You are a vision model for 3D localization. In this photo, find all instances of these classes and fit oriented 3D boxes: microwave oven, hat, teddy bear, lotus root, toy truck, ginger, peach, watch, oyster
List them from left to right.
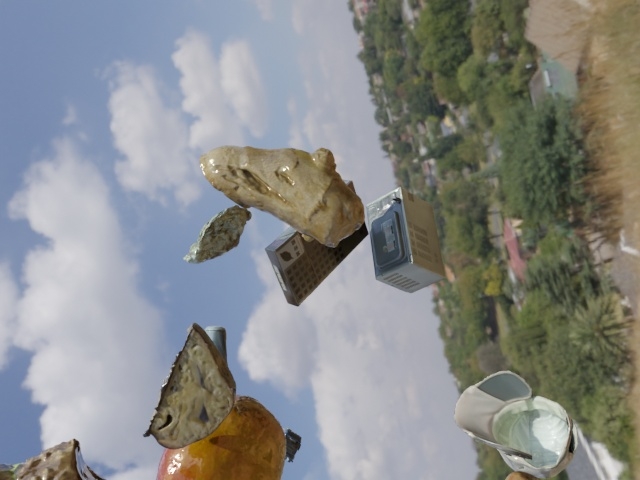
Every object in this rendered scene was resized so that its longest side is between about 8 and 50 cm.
[{"bbox_3d":[-0.453,0.470,1.091,0.296,0.222,0.246,54,167,-7],"label":"teddy bear"},{"bbox_3d":[-0.269,0.330,1.419,0.170,0.261,0.074,30,-177,-6],"label":"lotus root"},{"bbox_3d":[-0.291,0.330,1.794,0.206,0.068,0.193,156,116,-74],"label":"watch"},{"bbox_3d":[-0.230,-0.010,1.494,0.064,0.177,0.125,40,177,30],"label":"oyster"},{"bbox_3d":[-0.242,0.569,1.607,0.372,0.289,0.373,19,-90,-78],"label":"peach"},{"bbox_3d":[-0.077,-0.108,1.297,0.126,0.353,0.190,-54,-21,-65],"label":"ginger"},{"bbox_3d":[-0.111,0.615,1.991,0.074,0.088,0.201,33,162,-5],"label":"toy truck"},{"bbox_3d":[0.231,0.001,1.849,0.194,0.145,0.241,21,-127,-39],"label":"microwave oven"},{"bbox_3d":[0.444,0.440,1.511,0.232,0.275,0.161,-66,-9,-54],"label":"hat"}]

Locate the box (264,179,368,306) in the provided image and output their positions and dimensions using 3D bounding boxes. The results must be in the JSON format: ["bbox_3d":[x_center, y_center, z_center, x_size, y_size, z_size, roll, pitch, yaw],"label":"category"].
[{"bbox_3d":[0.000,0.001,1.700,0.325,0.047,0.180,-44,-51,-35],"label":"box"}]

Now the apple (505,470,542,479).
[{"bbox_3d":[0.355,0.445,1.139,0.084,0.084,0.071,-20,-52,-82],"label":"apple"}]
